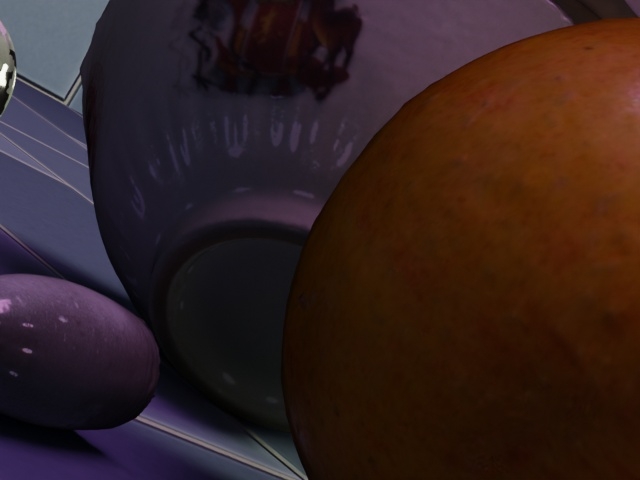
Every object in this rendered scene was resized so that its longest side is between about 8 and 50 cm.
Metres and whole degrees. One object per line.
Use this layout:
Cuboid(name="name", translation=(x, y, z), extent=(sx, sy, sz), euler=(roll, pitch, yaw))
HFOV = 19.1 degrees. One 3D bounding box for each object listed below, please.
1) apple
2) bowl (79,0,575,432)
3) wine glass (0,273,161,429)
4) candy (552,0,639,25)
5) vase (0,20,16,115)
Cuboid(name="apple", translation=(0.133, 0.056, 0.804), extent=(0.299, 0.299, 0.275), euler=(30, 17, -24))
Cuboid(name="bowl", translation=(0.000, 0.000, 1.036), extent=(0.337, 0.337, 0.157), euler=(31, 42, -6))
Cuboid(name="wine glass", translation=(-0.119, 0.035, 0.683), extent=(0.066, 0.066, 0.198), euler=(32, 2, 24))
Cuboid(name="candy", translation=(0.081, -0.079, 1.162), extent=(0.427, 0.386, 0.186), euler=(44, 39, -23))
Cuboid(name="vase", translation=(-0.277, -0.132, 1.133), extent=(0.165, 0.165, 0.360), euler=(31, -1, 6))
